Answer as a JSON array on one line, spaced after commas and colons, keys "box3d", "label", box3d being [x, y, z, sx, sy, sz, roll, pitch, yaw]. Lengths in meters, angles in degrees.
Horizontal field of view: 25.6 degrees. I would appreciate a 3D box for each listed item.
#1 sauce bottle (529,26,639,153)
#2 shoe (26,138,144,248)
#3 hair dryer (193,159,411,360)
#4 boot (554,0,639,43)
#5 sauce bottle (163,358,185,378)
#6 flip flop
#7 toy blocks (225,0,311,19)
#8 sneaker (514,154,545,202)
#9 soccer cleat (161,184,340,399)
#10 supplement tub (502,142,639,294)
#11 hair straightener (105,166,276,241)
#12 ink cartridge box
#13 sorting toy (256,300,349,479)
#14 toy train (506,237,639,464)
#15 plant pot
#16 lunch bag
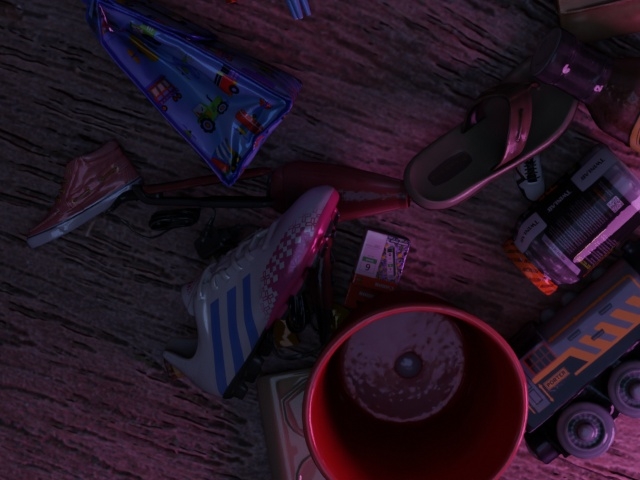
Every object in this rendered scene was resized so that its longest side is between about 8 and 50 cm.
[{"box3d": [0.424, -0.158, 1.785, 0.344, 0.111, 0.111, 25, 103, -13], "label": "sauce bottle"}, {"box3d": [-0.330, -0.064, 1.895, 0.178, 0.063, 0.081, -30, 98, 3], "label": "shoe"}, {"box3d": [0.000, 0.000, 1.882, 0.293, 0.080, 0.223, -38, 96, 19], "label": "hair dryer"}, {"box3d": [0.440, -0.282, 1.801, 0.269, 0.089, 0.236, -9, 94, 6], "label": "boot"}, {"box3d": [-0.151, 0.155, 1.945, 0.128, 0.042, 0.042, -19, 101, 4], "label": "sauce bottle"}, {"box3d": [0.221, -0.145, 1.802, 0.277, 0.080, 0.112, -36, 68, -7], "label": "flip flop"}, {"box3d": [-0.082, -0.346, 1.822, 0.123, 0.054, 0.148, -19, 101, 6], "label": "toy blocks"}, {"box3d": [0.274, -0.099, 1.866, 0.040, 0.044, 0.109, -15, 103, 4], "label": "sneaker"}, {"box3d": [-0.096, 0.055, 1.813, 0.143, 0.116, 0.331, 29, 110, 1], "label": "soccer cleat"}, {"box3d": [0.336, -0.025, 1.842, 0.190, 0.117, 0.117, -44, 97, 10], "label": "supplement tub"}, {"box3d": [-0.168, -0.039, 1.841, 0.230, 0.047, 0.089, -7, 99, 9], "label": "hair straightener"}, {"box3d": [0.076, 0.045, 1.908, 0.063, 0.029, 0.115, 15, 99, -8], "label": "ink cartridge box"}, {"box3d": [0.030, 0.224, 1.956, 0.229, 0.041, 0.307, -9, 96, 2], "label": "sorting toy"}, {"box3d": [0.379, 0.146, 1.874, 0.334, 0.142, 0.190, -42, 88, 10], "label": "toy train"}, {"box3d": [0.114, 0.184, 1.800, 0.275, 0.243, 0.275, 0, 100, 0], "label": "plant pot"}, {"box3d": [-0.181, -0.221, 1.769, 0.293, 0.221, 0.138, 37, 101, -6], "label": "lunch bag"}]
